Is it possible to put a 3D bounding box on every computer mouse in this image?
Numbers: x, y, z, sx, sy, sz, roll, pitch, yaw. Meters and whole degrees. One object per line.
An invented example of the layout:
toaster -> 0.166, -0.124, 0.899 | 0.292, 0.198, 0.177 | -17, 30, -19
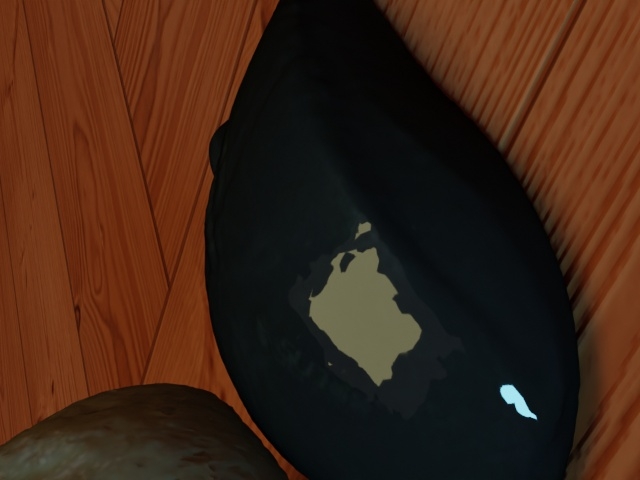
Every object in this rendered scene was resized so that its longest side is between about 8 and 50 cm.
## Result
computer mouse -> 0.000, 0.000, 0.480 | 0.269, 0.086, 0.137 | -118, 36, -52

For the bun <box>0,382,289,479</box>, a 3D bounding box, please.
bun -> -0.082, 0.201, 0.464 | 0.281, 0.205, 0.281 | 54, 156, 38
